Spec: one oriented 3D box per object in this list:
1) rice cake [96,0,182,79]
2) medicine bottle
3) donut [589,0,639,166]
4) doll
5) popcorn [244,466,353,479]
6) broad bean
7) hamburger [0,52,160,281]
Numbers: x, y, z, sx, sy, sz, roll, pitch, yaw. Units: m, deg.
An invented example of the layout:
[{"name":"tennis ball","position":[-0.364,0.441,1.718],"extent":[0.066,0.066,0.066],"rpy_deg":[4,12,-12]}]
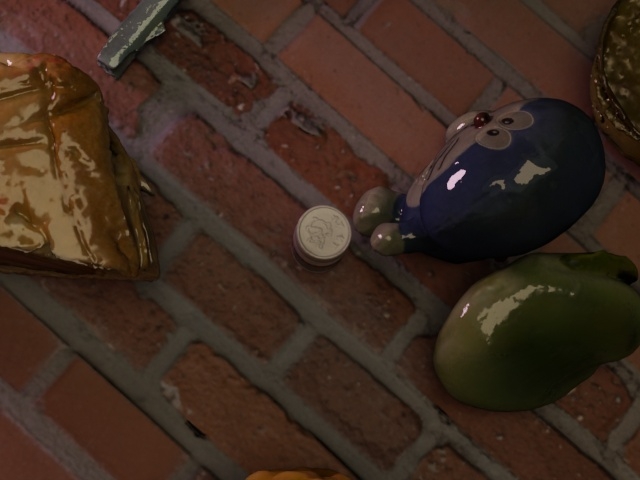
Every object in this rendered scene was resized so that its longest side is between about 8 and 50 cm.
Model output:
[{"name":"rice cake","position":[-0.171,-0.248,1.033],"extent":[0.042,0.030,0.180],"rpy_deg":[38,80,-2]},{"name":"medicine bottle","position":[0.000,0.000,0.979],"extent":[0.057,0.089,0.057],"rpy_deg":[1,79,-5]},{"name":"donut","position":[0.416,-0.165,1.045],"extent":[0.272,0.107,0.272],"rpy_deg":[1,75,-4]},{"name":"doll","position":[0.156,-0.052,0.919],"extent":[0.228,0.258,0.154],"rpy_deg":[-35,86,-13]},{"name":"popcorn","position":[0.004,0.348,0.836],"extent":[0.382,0.349,0.349],"rpy_deg":[-28,84,-35]},{"name":"broad bean","position":[0.221,0.087,0.966],"extent":[0.228,0.100,0.169],"rpy_deg":[-38,120,-5]},{"name":"hamburger","position":[-0.300,-0.077,0.927],"extent":[0.330,0.162,0.209],"rpy_deg":[11,77,-1]}]
